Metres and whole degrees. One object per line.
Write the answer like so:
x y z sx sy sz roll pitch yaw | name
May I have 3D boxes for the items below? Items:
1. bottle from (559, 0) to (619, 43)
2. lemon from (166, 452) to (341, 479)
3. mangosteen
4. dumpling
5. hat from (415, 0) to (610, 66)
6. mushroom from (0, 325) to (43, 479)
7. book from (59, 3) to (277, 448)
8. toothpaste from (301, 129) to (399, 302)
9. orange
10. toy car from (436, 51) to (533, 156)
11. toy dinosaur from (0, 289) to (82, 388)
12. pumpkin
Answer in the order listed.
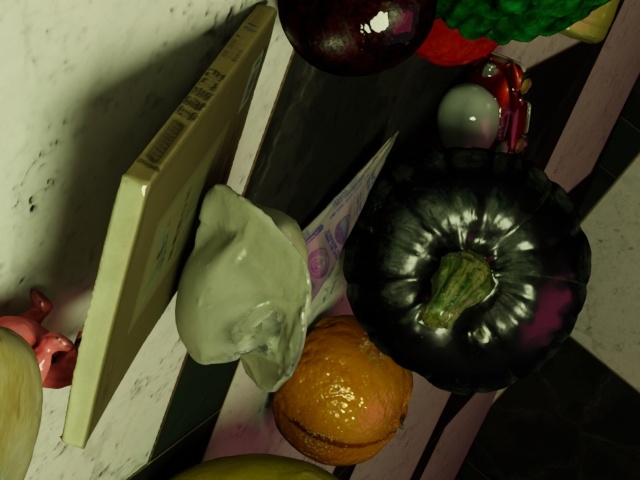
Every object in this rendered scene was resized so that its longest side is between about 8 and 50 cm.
0.303 -0.402 1.358 0.351 0.171 0.171 -65 163 18 | bottle
-0.069 0.387 1.321 0.348 0.348 0.348 -53 162 -25 | lemon
0.022 -0.195 0.974 0.140 0.140 0.140 -53 162 -25 | mangosteen
-0.055 0.045 0.948 0.092 0.150 0.176 7 122 -30 | dumpling
0.152 -0.279 1.123 0.274 0.242 0.332 -29 175 -25 | hat
-0.212 0.054 0.572 0.195 0.189 0.253 -55 166 -11 | mushroom
-0.103 -0.024 0.907 0.310 0.021 0.217 -66 176 -58 | book
0.000 0.000 1.362 0.301 0.048 0.075 -53 152 -30 | toothpaste
0.032 0.192 1.579 0.193 0.161 0.193 -50 156 -32 | orange
0.199 -0.165 1.599 0.112 0.112 0.139 -16 126 -45 | toy car
-0.222 0.103 0.872 0.139 0.070 0.286 -49 170 0 | toy dinosaur
0.170 0.031 1.456 0.296 0.296 0.296 -53 162 -25 | pumpkin
